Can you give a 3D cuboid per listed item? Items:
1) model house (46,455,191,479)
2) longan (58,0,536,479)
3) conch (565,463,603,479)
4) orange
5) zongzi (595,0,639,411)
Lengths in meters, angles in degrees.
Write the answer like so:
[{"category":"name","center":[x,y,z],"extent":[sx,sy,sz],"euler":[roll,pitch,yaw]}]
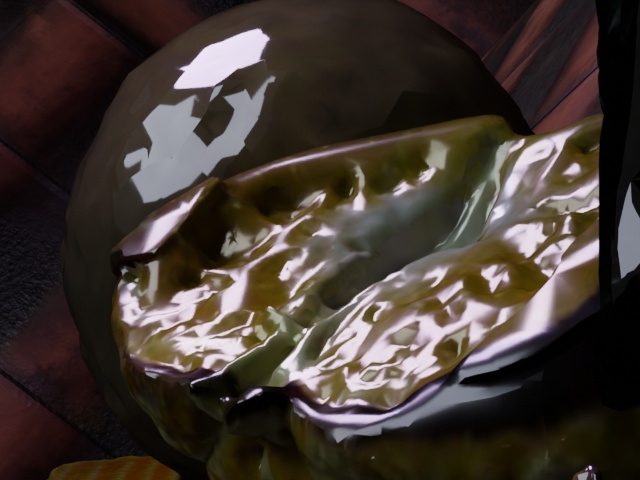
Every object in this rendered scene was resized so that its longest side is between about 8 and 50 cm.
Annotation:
[{"category":"model house","center":[-0.180,0.310,1.284],"extent":[0.173,0.239,0.268],"euler":[-51,3,4]},{"category":"longan","center":[-0.008,0.005,1.012],"extent":[0.404,0.404,0.436],"euler":[-51,4,13]},{"category":"conch","center":[0.057,0.174,0.487],"extent":[0.086,0.080,0.233],"euler":[-48,-12,-44]},{"category":"orange","center":[0.075,0.059,0.646],"extent":[0.368,0.210,0.271],"euler":[5,43,49]},{"category":"zongzi","center":[0.256,-0.151,0.435],"extent":[0.362,0.319,0.383],"euler":[-18,48,32]}]
